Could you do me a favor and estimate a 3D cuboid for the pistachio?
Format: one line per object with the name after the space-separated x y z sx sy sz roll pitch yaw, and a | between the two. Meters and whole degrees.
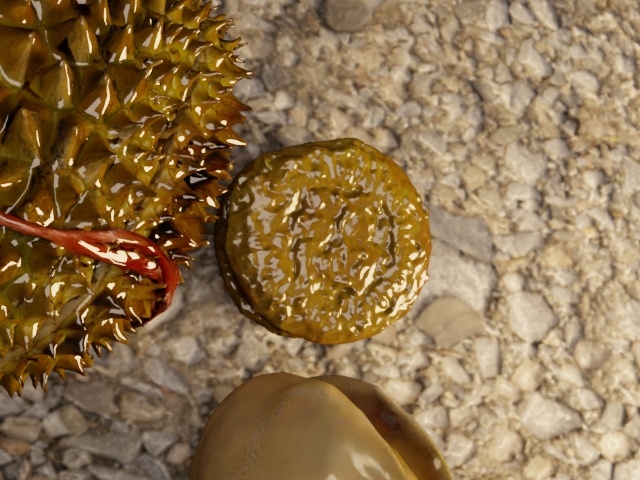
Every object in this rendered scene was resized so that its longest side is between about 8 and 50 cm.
0.007 0.264 0.811 0.238 0.229 0.321 -13 78 18 | pistachio

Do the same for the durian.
-0.227 -0.066 0.741 0.347 0.347 0.384 23 48 -12 | durian

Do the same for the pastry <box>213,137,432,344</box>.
0.000 0.000 0.887 0.188 0.103 0.189 1 86 -19 | pastry
